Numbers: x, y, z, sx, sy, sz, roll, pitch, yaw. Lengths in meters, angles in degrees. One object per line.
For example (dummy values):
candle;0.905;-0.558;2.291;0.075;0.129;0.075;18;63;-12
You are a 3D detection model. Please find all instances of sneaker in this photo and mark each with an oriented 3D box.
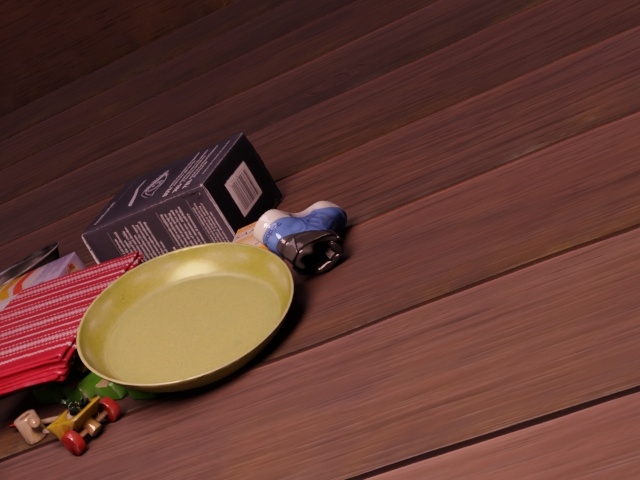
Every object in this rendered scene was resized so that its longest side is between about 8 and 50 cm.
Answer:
sneaker;0.000;0.001;1.806;0.152;0.084;0.058;-4;-52;-56

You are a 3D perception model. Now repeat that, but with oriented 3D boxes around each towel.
towel;-0.332;0.108;1.906;0.198;0.031;0.275;-17;20;22

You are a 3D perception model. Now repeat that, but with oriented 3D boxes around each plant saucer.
plant saucer;-0.140;0.088;1.719;0.241;0.037;0.241;-12;33;8

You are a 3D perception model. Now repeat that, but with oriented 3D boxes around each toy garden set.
toy garden set;-0.262;0.158;1.803;0.244;0.049;0.204;-9;28;49

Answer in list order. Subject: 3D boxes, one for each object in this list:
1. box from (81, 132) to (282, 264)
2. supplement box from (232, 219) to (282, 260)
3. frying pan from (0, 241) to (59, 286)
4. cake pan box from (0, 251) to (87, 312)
box;-0.179;-0.032;2.082;0.207;0.108;0.153;-21;20;30
supplement box;-0.075;0.009;1.920;0.062;0.036;0.098;-24;19;19
frying pan;-0.503;0.083;2.388;0.326;0.053;0.197;-23;13;43
cake pan box;-0.443;0.141;2.116;0.245;0.070;0.267;-25;19;26
